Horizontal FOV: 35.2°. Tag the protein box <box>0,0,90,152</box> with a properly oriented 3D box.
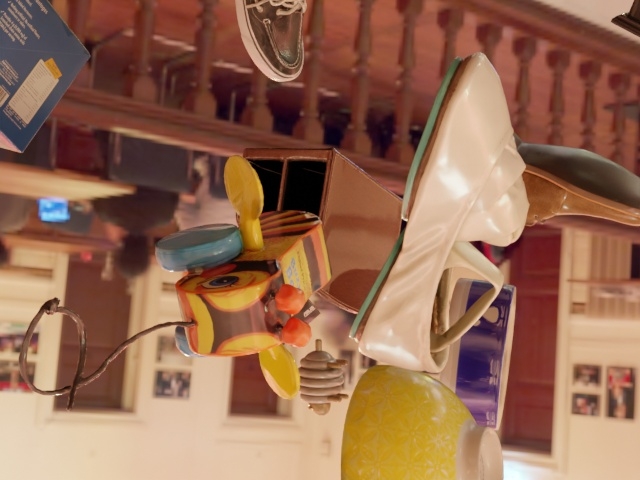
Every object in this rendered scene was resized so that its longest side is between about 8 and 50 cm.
[{"bbox_3d":[-0.498,-0.280,1.534,0.136,0.201,0.200,15,155,32],"label":"protein box"}]

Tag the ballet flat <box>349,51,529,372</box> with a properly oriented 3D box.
[{"bbox_3d":[0.139,-0.008,1.027,0.139,0.139,0.400,6,134,-12],"label":"ballet flat"}]

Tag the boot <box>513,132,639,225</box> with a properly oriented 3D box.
[{"bbox_3d":[0.305,-0.065,1.365,0.305,0.115,0.112,20,-150,23],"label":"boot"}]

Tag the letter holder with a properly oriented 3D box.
[{"bbox_3d":[0.000,0.000,1.579,0.152,0.215,0.302,3,169,25],"label":"letter holder"}]

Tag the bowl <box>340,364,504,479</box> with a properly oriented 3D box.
[{"bbox_3d":[0.154,0.307,1.345,0.156,0.290,0.289,-7,169,26],"label":"bowl"}]

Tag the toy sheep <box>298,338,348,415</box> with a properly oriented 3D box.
[{"bbox_3d":[0.001,0.234,1.723,0.091,0.132,0.091,1,180,0],"label":"toy sheep"}]

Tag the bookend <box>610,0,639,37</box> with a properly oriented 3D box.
[{"bbox_3d":[0.465,-0.343,1.282,0.072,0.156,0.157,38,-139,28],"label":"bookend"}]

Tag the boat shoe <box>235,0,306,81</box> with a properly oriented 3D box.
[{"bbox_3d":[-0.073,-0.414,1.679,0.113,0.306,0.105,-22,-159,-35],"label":"boat shoe"}]

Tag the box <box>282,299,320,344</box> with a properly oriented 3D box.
[{"bbox_3d":[-0.039,0.077,0.951,0.018,0.067,0.083,51,173,-13],"label":"box"}]

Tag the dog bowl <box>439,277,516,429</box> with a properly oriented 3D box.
[{"bbox_3d":[0.283,0.203,1.805,0.104,0.265,0.265,6,174,13],"label":"dog bowl"}]

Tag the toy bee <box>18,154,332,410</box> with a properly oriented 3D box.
[{"bbox_3d":[-0.057,0.053,0.791,0.162,0.298,0.195,1,130,32],"label":"toy bee"}]
